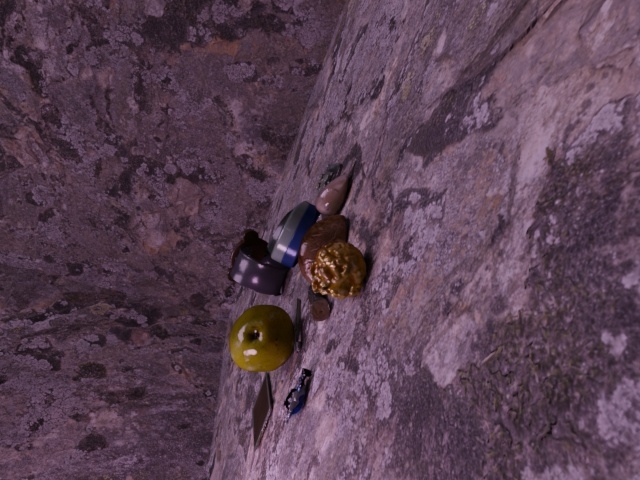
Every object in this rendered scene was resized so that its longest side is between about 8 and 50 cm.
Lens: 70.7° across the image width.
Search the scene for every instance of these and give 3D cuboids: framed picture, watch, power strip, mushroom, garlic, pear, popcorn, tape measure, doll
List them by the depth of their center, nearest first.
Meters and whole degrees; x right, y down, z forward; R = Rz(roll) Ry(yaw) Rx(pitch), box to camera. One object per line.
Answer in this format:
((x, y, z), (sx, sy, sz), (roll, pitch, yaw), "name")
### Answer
((0.055, 0.092, 1.362), (0.170, 0.180, 0.180), (-27, -38, -63), "popcorn")
((-0.084, 0.540, 1.558), (0.096, 0.070, 0.195), (103, -171, -84), "doll")
((-0.003, 0.029, 1.646), (0.156, 0.151, 0.285), (-179, 104, -73), "mushroom")
((0.064, -0.196, 1.793), (0.266, 0.129, 0.148), (-48, 40, 37), "garlic")
((-0.240, 0.402, 1.861), (0.294, 0.294, 0.294), (-164, 90, -75), "pear")
((-0.111, -0.017, 1.926), (0.262, 0.138, 0.259), (-54, -7, -42), "tape measure")
((0.017, -0.258, 2.045), (0.213, 0.065, 0.198), (-150, 77, -74), "power strip")
((-0.266, 0.770, 2.059), (0.296, 0.019, 0.232), (-122, 51, -71), "framed picture")
((-0.303, 0.148, 2.398), (0.327, 0.335, 0.314), (41, 109, 53), "watch")

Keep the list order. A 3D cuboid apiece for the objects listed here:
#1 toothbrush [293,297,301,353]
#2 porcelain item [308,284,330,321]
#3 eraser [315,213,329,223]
((-0.095, 0.348, 1.879), (0.028, 0.026, 0.294), (-45, 27, 25), "toothbrush")
((-0.016, 0.217, 1.649), (0.215, 0.069, 0.081), (-124, 18, -73), "porcelain item")
((0.000, 0.000, 1.777), (0.046, 0.092, 0.212), (-97, 27, -52), "eraser")
